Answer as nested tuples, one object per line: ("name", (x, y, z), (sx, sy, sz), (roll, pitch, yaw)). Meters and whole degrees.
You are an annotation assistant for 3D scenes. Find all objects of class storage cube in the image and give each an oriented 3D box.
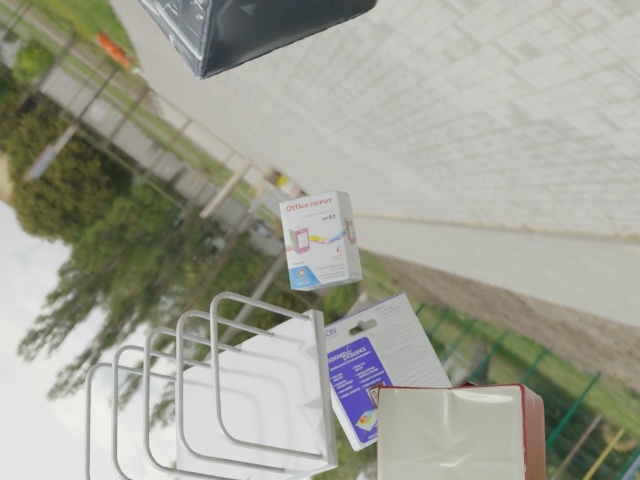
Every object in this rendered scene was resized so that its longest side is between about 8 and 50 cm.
("storage cube", (0.180, 0.280, 1.207), (0.184, 0.215, 0.193), (-3, 166, 19))

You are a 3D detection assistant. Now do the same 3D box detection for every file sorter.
("file sorter", (-0.144, 0.202, 1.160), (0.173, 0.278, 0.192), (20, -127, -40))

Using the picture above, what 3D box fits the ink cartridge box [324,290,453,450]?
("ink cartridge box", (0.100, 0.217, 1.613), (0.208, 0.206, 0.045), (64, 156, 10))

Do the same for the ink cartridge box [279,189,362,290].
("ink cartridge box", (0.000, 0.000, 1.289), (0.089, 0.122, 0.052), (-12, 170, 22))

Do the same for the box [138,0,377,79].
("box", (-0.121, -0.535, 1.071), (0.471, 0.297, 0.480), (51, 152, 18))
